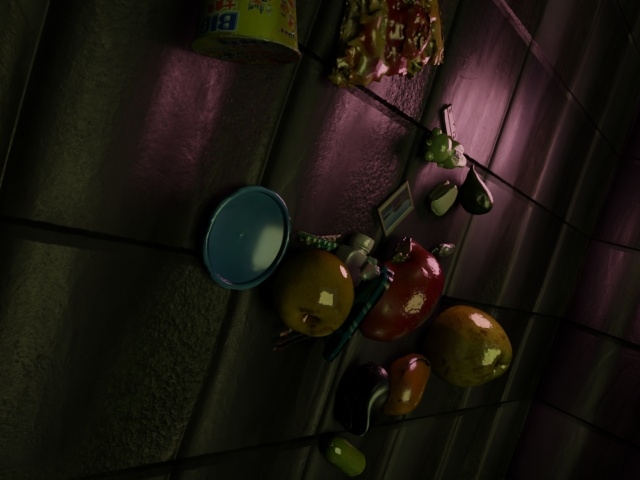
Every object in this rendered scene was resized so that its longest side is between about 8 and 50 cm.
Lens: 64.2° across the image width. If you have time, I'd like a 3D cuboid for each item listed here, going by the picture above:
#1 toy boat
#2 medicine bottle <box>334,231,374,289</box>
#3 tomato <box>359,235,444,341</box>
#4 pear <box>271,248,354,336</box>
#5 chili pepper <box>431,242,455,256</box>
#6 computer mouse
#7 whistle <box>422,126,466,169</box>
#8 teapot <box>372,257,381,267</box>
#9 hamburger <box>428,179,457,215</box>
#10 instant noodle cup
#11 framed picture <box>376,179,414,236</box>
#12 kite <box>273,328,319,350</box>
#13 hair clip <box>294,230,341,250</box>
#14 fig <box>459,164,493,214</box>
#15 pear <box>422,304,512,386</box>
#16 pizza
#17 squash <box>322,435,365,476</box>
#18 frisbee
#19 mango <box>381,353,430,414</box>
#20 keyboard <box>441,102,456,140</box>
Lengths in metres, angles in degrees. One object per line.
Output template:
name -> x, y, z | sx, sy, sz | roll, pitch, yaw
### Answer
toy boat -> 0.074, 0.182, 1.343 | 0.298, 0.092, 0.134 | -56, -178, 16
medicine bottle -> 0.081, 0.070, 1.411 | 0.119, 0.069, 0.183 | 35, 81, -51
tomato -> 0.262, 0.173, 1.525 | 0.335, 0.176, 0.289 | -40, 146, -42
pear -> -0.015, 0.119, 1.237 | 0.209, 0.209, 0.208 | -20, 119, -40
chili pepper -> 0.437, 0.032, 1.790 | 0.153, 0.041, 0.050 | 2, 146, -47
computer mouse -> 0.124, 0.488, 1.570 | 0.096, 0.137, 0.233 | 16, 94, -52
whistle -> 0.390, -0.274, 1.586 | 0.228, 0.085, 0.105 | 14, 96, -47
teapot -> 0.143, 0.091, 1.491 | 0.064, 0.064, 0.083 | -17, 113, -51
hamburger -> 0.399, -0.132, 1.680 | 0.121, 0.054, 0.084 | -41, 135, -25
instant noodle cup -> -0.133, -0.413, 0.920 | 0.205, 0.205, 0.152 | -4, 98, -46
framed picture -> 0.227, -0.097, 1.541 | 0.149, 0.011, 0.109 | -44, 132, -26
kite -> -0.019, 0.238, 1.384 | 0.245, 0.015, 0.141 | -14, 139, -38
hair clip -> 0.001, 0.001, 1.318 | 0.173, 0.049, 0.049 | 9, 99, -49
fig -> 0.527, -0.172, 1.763 | 0.117, 0.117, 0.177 | -38, 113, -30
pear -> 0.539, 0.384, 1.853 | 0.304, 0.304, 0.303 | -20, 119, -40
pizza -> 0.168, -0.501, 1.236 | 0.406, 0.130, 0.440 | -58, 137, -16
squash -> 0.063, 0.673, 1.621 | 0.095, 0.095, 0.188 | -52, 131, -19
frisbee -> -0.166, -0.007, 1.140 | 0.242, 0.045, 0.241 | -19, 118, -41
mango -> 0.291, 0.484, 1.747 | 0.236, 0.136, 0.166 | -36, 126, -38
keyboard -> 0.408, -0.367, 1.622 | 0.049, 0.015, 0.129 | -39, 131, -22
